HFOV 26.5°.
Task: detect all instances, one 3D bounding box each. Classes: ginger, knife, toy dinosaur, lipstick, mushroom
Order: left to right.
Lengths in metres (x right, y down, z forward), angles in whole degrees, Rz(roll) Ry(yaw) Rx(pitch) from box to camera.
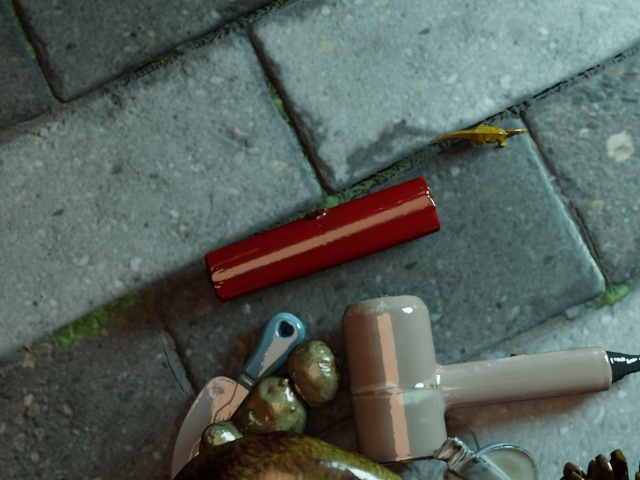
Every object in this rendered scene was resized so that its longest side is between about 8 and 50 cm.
[{"bbox_3d":[-0.108,0.183,1.614,0.058,0.032,0.244,41,92,5],"label":"knife"},{"bbox_3d":[-0.054,0.198,1.565,0.204,0.104,0.080,-42,58,0],"label":"ginger"},{"bbox_3d":[-0.020,0.381,1.447,0.346,0.259,0.345,-2,103,-7],"label":"mushroom"},{"bbox_3d":[0.000,0.001,1.602,0.280,0.073,0.073,-19,82,1],"label":"lipstick"},{"bbox_3d":[0.189,-0.125,1.618,0.113,0.041,0.026,-3,86,9],"label":"toy dinosaur"}]

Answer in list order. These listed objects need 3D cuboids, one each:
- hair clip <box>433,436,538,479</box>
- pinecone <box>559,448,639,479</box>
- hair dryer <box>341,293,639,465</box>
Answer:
[{"bbox_3d":[0.190,0.276,1.522,0.116,0.172,0.049,-43,38,5],"label":"hair clip"},{"bbox_3d":[0.359,0.320,1.482,0.212,0.185,0.168,12,69,-10],"label":"pinecone"},{"bbox_3d":[0.203,0.146,1.567,0.344,0.107,0.189,-6,81,-5],"label":"hair dryer"}]
